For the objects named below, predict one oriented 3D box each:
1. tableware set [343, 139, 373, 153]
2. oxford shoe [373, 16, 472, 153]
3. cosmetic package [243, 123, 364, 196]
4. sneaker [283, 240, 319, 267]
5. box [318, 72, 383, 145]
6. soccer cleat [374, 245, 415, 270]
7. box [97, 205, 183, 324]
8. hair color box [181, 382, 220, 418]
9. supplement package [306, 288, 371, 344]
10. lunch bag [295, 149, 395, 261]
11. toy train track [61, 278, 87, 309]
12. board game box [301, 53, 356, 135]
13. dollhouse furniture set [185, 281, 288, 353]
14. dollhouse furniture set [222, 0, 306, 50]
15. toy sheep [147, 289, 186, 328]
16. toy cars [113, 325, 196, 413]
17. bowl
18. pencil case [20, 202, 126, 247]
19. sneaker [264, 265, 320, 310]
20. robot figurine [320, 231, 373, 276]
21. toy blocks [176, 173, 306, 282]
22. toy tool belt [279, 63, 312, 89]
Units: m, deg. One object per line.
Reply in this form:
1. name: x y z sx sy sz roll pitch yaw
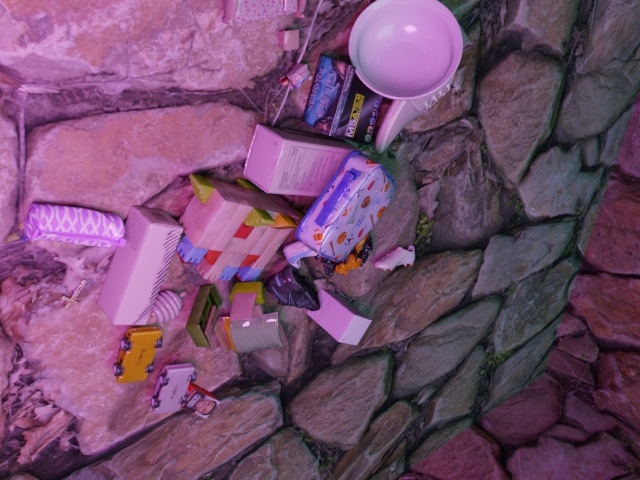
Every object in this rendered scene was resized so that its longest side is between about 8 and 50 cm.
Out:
1. tableware set: 0.097 -0.243 1.784 0.169 0.020 0.141 12 107 -46
2. oxford shoe: 0.301 -0.442 1.718 0.130 0.169 0.449 32 92 -5
3. cosmetic package: -0.042 -0.211 1.594 0.296 0.129 0.153 2 117 -44
4. sneaker: 0.000 0.000 1.752 0.237 0.085 0.086 -32 98 16
5. box: 0.093 -0.377 1.653 0.184 0.045 0.190 6 104 -47
6. soccer cleat: 0.268 0.062 2.121 0.196 0.068 0.076 -9 108 -40
7. box: -0.441 0.063 1.425 0.094 0.113 0.275 9 112 -47
8. hair color box: -0.384 0.496 1.820 0.072 0.043 0.141 -50 139 -6
9. supplement package: 0.062 0.256 1.966 0.105 0.179 0.105 23 100 -48
10. lunch bag: 0.072 -0.092 1.564 0.303 0.115 0.243 -56 155 3
11. toy train track: -0.590 0.129 1.405 0.048 0.014 0.083 37 83 -42
12. board game box: 0.019 -0.382 1.537 0.026 0.126 0.186 -2 118 -42
13. dollhouse furniture set: -0.225 0.273 1.670 0.198 0.151 0.301 -4 135 11
14. dollhouse furniture set: -0.135 -0.554 1.243 0.303 0.174 0.355 -22 129 -31
15. toy sheep: -0.411 0.176 1.551 0.132 0.091 0.091 -42 140 -36
16. toy cars: -0.461 0.348 1.622 0.177 0.087 0.393 -30 139 -8
17. bowl: 0.224 -0.498 1.579 0.297 0.298 0.134 -50 171 -4
18. pencil case: -0.539 -0.029 1.288 0.206 0.088 0.086 5 115 -45
19. sneaker: -0.084 0.162 1.855 0.106 0.101 0.267 -25 145 10
20. robot figurine: 0.086 -0.021 1.874 0.211 0.085 0.290 -14 125 -35
21. toy blocks: -0.238 -0.008 1.536 0.382 0.190 0.260 11 121 -54
22. toy tool belt: -0.060 -0.411 1.501 0.083 0.052 0.051 -44 129 -11
